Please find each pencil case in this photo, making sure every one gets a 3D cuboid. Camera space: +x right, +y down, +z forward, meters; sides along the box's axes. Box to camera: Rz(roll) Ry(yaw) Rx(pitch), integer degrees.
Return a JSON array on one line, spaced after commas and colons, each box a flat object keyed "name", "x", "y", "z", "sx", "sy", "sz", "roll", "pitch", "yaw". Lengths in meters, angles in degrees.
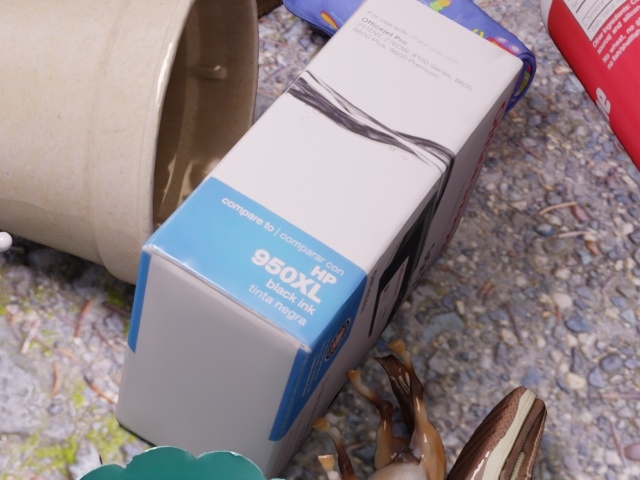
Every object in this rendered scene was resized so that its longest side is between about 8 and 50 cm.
[{"name": "pencil case", "x": 0.087, "y": -0.231, "z": 1.625, "sx": 0.306, "sy": 0.119, "sz": 0.133, "roll": 41, "pitch": 77, "yaw": 18}]

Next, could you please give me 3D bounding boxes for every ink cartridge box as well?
[{"name": "ink cartridge box", "x": 0.000, "y": 0.000, "z": 1.366, "sx": 0.166, "sy": 0.285, "sz": 0.395, "roll": 31, "pitch": 54, "yaw": 10}]

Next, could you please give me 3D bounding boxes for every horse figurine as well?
[{"name": "horse figurine", "x": 0.056, "y": 0.204, "z": 1.328, "sx": 0.066, "sy": 0.174, "sz": 0.263, "roll": -11, "pitch": 24, "yaw": 28}]

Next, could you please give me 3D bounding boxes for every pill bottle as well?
[{"name": "pill bottle", "x": 0.387, "y": -0.231, "z": 1.659, "sx": 0.229, "sy": 0.229, "sz": 0.408, "roll": -13, "pitch": 57, "yaw": -21}]

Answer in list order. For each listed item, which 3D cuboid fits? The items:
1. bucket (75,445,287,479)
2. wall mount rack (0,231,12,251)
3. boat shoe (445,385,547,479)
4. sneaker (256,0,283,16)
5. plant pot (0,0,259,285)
[{"name": "bucket", "x": -0.108, "y": 0.318, "z": 1.169, "sx": 0.281, "sy": 0.183, "sz": 0.281, "roll": 6, "pitch": 53, "yaw": -8}, {"name": "wall mount rack", "x": -0.454, "y": 0.066, "z": 1.322, "sx": 0.304, "sy": 0.130, "sz": 0.350, "roll": 17, "pitch": 53, "yaw": -2}, {"name": "boat shoe", "x": 0.154, "y": 0.251, "z": 1.343, "sx": 0.095, "sy": 0.095, "sz": 0.257, "roll": 35, "pitch": 59, "yaw": -2}, {"name": "sneaker", "x": -0.080, "y": -0.354, "z": 1.735, "sx": 0.153, "sy": 0.099, "sz": 0.282, "roll": 43, "pitch": 50, "yaw": 14}, {"name": "plant pot", "x": -0.248, "y": -0.125, "z": 1.420, "sx": 0.305, "sy": 0.334, "sz": 0.334, "roll": 10, "pitch": 51, "yaw": 11}]
